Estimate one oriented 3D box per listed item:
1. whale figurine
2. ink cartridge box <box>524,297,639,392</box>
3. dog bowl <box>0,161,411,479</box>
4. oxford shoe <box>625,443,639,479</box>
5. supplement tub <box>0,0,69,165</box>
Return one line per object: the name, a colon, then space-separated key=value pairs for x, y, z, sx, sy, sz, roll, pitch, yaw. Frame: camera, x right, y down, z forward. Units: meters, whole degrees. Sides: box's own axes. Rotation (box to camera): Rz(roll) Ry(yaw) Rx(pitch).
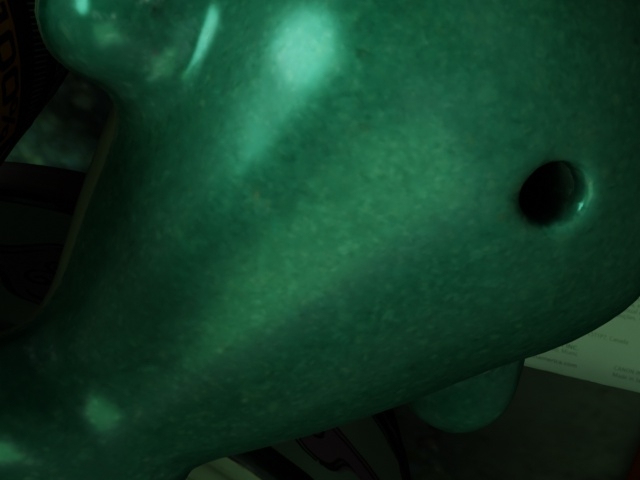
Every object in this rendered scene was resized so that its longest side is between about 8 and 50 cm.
whale figurine: x=0.000 y=0.000 z=0.421 sx=0.272 sy=0.141 sz=0.216 roll=-43 pitch=120 yaw=-3
ink cartridge box: x=0.097 y=-0.035 z=0.533 sx=0.145 sy=0.045 sz=0.179 roll=12 pitch=115 yaw=12
dog bowl: x=-0.138 y=0.138 z=0.665 sx=0.408 sy=0.150 sz=0.408 roll=6 pitch=131 yaw=7
oxford shoe: x=0.185 y=0.124 z=0.605 sx=0.098 sy=0.097 sz=0.271 roll=13 pitch=141 yaw=-17
supplement tub: x=-0.190 y=-0.058 z=0.422 sx=0.193 sy=0.316 sz=0.193 roll=11 pitch=134 yaw=12
